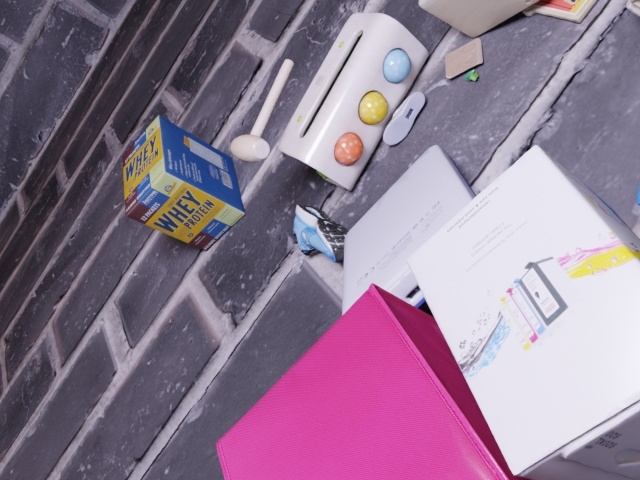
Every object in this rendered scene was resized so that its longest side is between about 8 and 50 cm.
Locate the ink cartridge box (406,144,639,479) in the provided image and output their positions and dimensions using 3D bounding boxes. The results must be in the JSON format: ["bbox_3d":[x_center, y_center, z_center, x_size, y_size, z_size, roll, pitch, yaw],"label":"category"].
[{"bbox_3d":[0.224,0.073,0.527,0.168,0.171,0.232,-45,42,24],"label":"ink cartridge box"}]

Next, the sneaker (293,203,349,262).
[{"bbox_3d":[0.000,0.000,1.020,0.162,0.064,0.073,47,123,53],"label":"sneaker"}]

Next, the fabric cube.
[{"bbox_3d":[0.094,0.249,0.612,0.258,0.259,0.254,-48,41,13],"label":"fabric cube"}]

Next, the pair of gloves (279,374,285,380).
[{"bbox_3d":[-0.060,0.312,0.846,0.240,0.042,0.204,-69,14,-12],"label":"pair of gloves"}]

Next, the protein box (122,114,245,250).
[{"bbox_3d":[-0.293,-0.120,1.272,0.136,0.201,0.199,-42,44,23],"label":"protein box"}]

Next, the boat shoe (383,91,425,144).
[{"bbox_3d":[0.137,-0.205,1.001,0.100,0.035,0.035,-59,12,9],"label":"boat shoe"}]

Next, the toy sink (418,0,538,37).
[{"bbox_3d":[0.263,-0.462,0.913,0.153,0.131,0.234,-15,60,59],"label":"toy sink"}]

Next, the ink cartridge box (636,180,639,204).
[{"bbox_3d":[0.397,-0.115,0.547,0.203,0.086,0.148,117,171,-77],"label":"ink cartridge box"}]

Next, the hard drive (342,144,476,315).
[{"bbox_3d":[0.110,-0.006,0.787,0.210,0.040,0.318,-47,12,18],"label":"hard drive"}]

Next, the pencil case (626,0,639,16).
[{"bbox_3d":[0.440,-0.484,0.735,0.183,0.160,0.409,97,-178,-70],"label":"pencil case"}]

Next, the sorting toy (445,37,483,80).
[{"bbox_3d":[0.231,-0.280,0.956,0.062,0.012,0.083,-18,53,34],"label":"sorting toy"}]

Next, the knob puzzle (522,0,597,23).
[{"bbox_3d":[0.361,-0.422,0.885,0.213,0.030,0.213,-25,52,36],"label":"knob puzzle"}]

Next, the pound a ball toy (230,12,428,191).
[{"bbox_3d":[0.024,-0.226,0.992,0.136,0.208,0.319,31,92,51],"label":"pound a ball toy"}]
